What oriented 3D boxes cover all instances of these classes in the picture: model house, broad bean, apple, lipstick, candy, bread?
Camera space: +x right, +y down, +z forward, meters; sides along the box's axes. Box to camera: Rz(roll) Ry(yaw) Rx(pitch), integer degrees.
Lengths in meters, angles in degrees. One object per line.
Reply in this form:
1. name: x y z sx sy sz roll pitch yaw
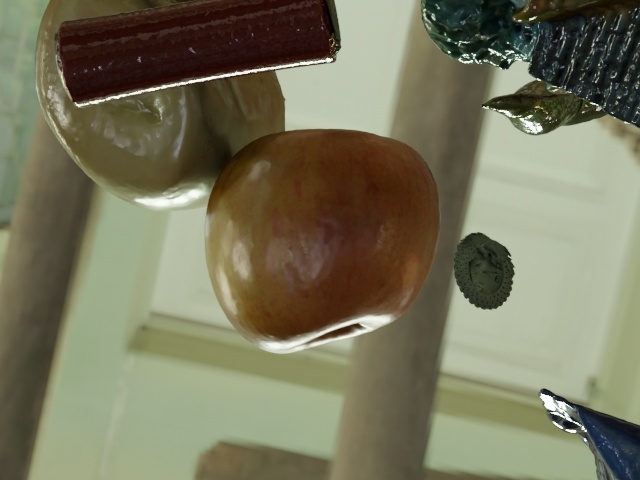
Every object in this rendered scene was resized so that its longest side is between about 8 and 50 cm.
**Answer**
1. model house: 0.243 -0.213 1.416 0.226 0.261 0.241 -1 -146 -29
2. broad bean: 0.275 -0.159 1.994 0.077 0.061 0.339 -24 176 34
3. apple: 0.000 0.000 2.156 0.299 0.275 0.299 -2 171 0
4. lipstick: -0.104 -0.170 1.478 0.241 0.080 0.080 -10 -174 7
5. candy: 0.292 0.214 1.175 0.331 0.077 0.187 34 173 24
6. bread: -0.217 -0.204 2.322 0.253 0.348 0.376 -25 178 19

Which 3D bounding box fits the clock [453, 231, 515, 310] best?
1. clock: 0.167 0.032 1.765 0.074 0.083 0.010 27 149 -21
